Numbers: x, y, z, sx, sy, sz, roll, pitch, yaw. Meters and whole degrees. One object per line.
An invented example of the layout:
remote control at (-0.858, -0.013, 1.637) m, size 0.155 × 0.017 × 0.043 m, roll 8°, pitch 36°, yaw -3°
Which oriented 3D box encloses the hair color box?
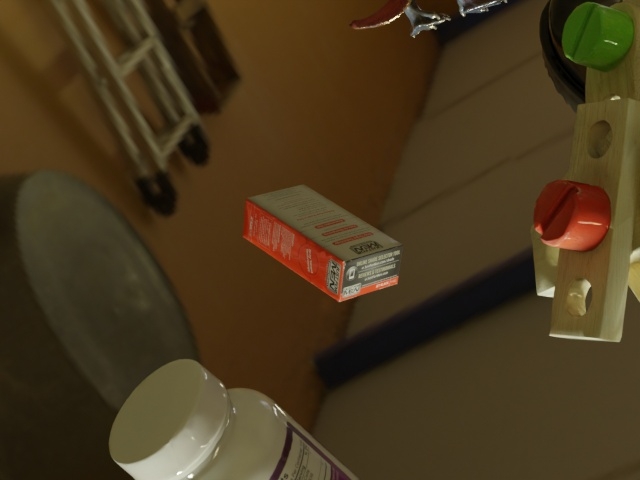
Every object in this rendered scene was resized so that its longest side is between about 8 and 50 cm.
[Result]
hair color box at (0.000, 0.000, 1.280) m, size 0.072 × 0.043 × 0.141 m, roll -15°, pitch -147°, yaw -37°

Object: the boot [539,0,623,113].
boot at (0.284, -0.204, 1.206) m, size 0.131 × 0.260 × 0.348 m, roll -18°, pitch -137°, yaw -6°

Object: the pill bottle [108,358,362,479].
pill bottle at (-0.068, 0.256, 1.445) m, size 0.169 × 0.301 × 0.169 m, roll -32°, pitch -149°, yaw 22°

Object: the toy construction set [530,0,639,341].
toy construction set at (0.213, -0.035, 0.699) m, size 0.327 × 0.215 × 0.151 m, roll 7°, pitch -165°, yaw -43°

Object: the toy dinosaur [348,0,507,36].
toy dinosaur at (0.039, -0.117, 0.496) m, size 0.047 × 0.082 × 0.090 m, roll -18°, pitch 177°, yaw 31°
